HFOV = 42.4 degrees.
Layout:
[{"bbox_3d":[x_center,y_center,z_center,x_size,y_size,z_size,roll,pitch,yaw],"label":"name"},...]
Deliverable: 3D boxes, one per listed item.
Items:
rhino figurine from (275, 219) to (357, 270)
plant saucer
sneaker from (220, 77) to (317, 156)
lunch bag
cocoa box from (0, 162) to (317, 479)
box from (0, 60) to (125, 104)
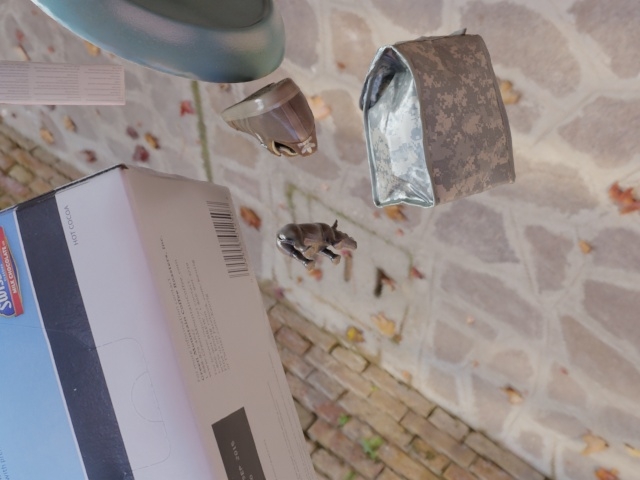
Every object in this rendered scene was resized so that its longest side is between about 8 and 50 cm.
[{"bbox_3d":[0.000,0.000,1.736,0.106,0.243,0.073,36,114,28],"label":"rhino figurine"},{"bbox_3d":[-0.174,-0.283,0.883,0.317,0.317,0.043,40,126,11],"label":"plant saucer"},{"bbox_3d":[-0.050,-0.111,0.805,0.071,0.066,0.188,61,173,-12],"label":"sneaker"},{"bbox_3d":[0.200,-0.217,1.443,0.169,0.235,0.287,4,107,49],"label":"lunch bag"},{"bbox_3d":[-0.171,0.139,0.725,0.228,0.231,0.347,-19,85,14],"label":"cocoa box"},{"bbox_3d":[-0.451,-0.233,1.222,0.063,0.324,0.067,11,105,50],"label":"box"}]
